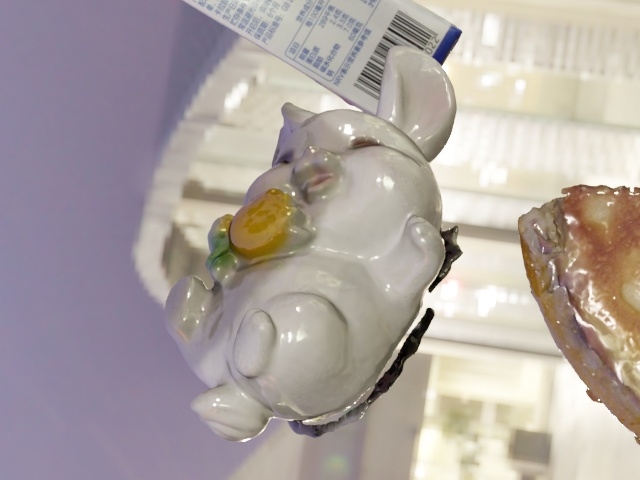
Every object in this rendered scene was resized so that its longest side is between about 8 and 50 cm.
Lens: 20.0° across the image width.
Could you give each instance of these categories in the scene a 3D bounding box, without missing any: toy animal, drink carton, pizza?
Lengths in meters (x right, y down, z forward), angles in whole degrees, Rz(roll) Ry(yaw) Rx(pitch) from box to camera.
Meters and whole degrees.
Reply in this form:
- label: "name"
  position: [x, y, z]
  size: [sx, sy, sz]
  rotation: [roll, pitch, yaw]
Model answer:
- label: "toy animal"
  position: [0.004, 0.001, 1.360]
  size: [0.154, 0.208, 0.325]
  rotation: [49, -146, -27]
- label: "drink carton"
  position: [-0.043, -0.218, 1.568]
  size: [0.106, 0.315, 0.130]
  rotation: [-60, 9, 4]
- label: "pizza"
  position: [0.260, 0.076, 1.252]
  size: [0.161, 0.305, 0.085]
  rotation: [-47, -4, -20]
